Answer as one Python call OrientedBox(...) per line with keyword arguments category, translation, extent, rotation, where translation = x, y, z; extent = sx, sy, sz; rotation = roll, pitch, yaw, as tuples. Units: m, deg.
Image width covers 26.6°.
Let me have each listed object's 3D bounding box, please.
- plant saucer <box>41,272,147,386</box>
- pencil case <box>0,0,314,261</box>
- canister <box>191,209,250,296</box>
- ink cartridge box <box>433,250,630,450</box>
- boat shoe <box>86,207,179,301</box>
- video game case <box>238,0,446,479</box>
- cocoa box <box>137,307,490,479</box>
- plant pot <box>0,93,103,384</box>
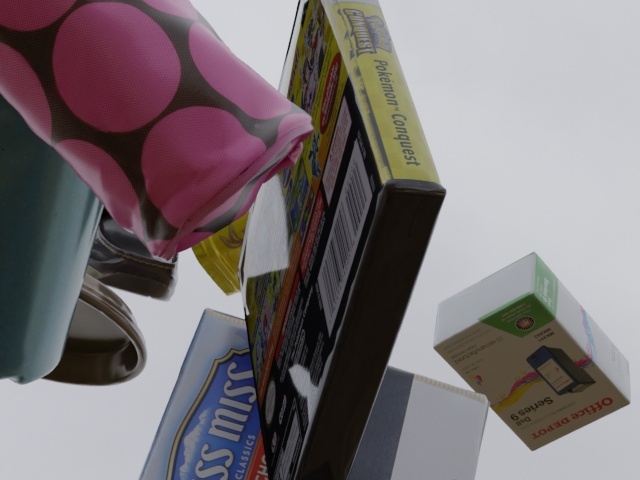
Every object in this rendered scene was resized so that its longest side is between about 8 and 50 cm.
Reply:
OrientedBox(category="plant saucer", translation=(-0.311, 0.075, 1.423), extent=(0.277, 0.041, 0.278), rotation=(12, -30, 7))
OrientedBox(category="pencil case", translation=(-0.092, -0.093, 0.553), extent=(0.095, 0.098, 0.209), rotation=(-41, -95, 28))
OrientedBox(category="canister", translation=(-0.046, -0.015, 1.473), extent=(0.169, 0.073, 0.126), rotation=(-21, -32, 8))
OrientedBox(category="ink cartridge box", translation=(0.266, 0.142, 1.689), extent=(0.154, 0.093, 0.212), rotation=(-31, -64, 28))
OrientedBox(category="boat shoe", translation=(-0.233, -0.040, 1.601), extent=(0.132, 0.355, 0.130), rotation=(15, -75, -23))
OrientedBox(category="video game case", translation=(0.000, 0.000, 0.811), extent=(0.035, 0.248, 0.275), rotation=(4, -51, -14))
OrientedBox(category="cocoa box", translation=(-0.042, 0.267, 0.956), extent=(0.228, 0.347, 0.231), rotation=(18, -42, 0))
OrientedBox(category="plant pot", translation=(-0.312, -0.073, 1.114), extent=(0.341, 0.341, 0.334), rotation=(13, -76, -3))
